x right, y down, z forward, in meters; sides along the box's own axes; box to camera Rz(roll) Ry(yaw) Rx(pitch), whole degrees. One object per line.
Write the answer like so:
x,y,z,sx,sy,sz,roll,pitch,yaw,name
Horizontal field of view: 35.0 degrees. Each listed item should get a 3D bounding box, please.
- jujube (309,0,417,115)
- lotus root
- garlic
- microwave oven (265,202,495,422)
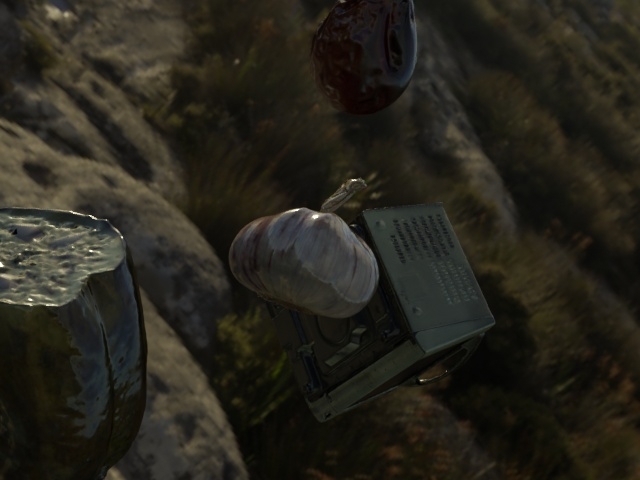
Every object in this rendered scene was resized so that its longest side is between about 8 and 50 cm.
0.073,-0.309,1.549,0.168,0.236,0.168,10,37,-8,jujube
-0.325,0.150,1.182,0.250,0.346,0.250,0,27,0,lotus root
0.000,0.000,1.643,0.245,0.253,0.245,24,-14,7,garlic
0.104,0.151,2.065,0.247,0.394,0.333,-9,68,-38,microwave oven
